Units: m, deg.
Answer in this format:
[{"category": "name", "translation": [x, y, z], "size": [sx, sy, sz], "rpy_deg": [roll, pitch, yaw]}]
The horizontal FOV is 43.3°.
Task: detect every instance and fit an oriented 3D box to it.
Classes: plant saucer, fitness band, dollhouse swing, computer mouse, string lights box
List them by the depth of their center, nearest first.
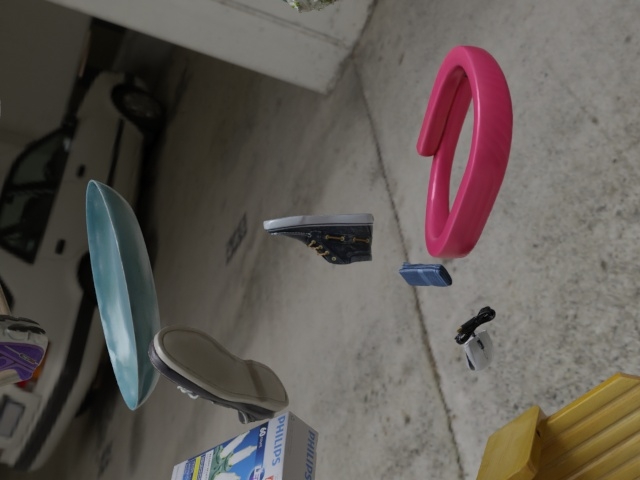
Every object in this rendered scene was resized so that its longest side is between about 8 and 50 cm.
[{"category": "fitness band", "translation": [0.179, -0.107, 1.034], "size": [0.291, 0.054, 0.209], "rpy_deg": [100, 168, -48]}, {"category": "plant saucer", "translation": [-0.270, 0.072, 1.108], "size": [0.317, 0.043, 0.318], "rpy_deg": [170, 90, -67]}, {"category": "string lights box", "translation": [-0.126, 0.381, 1.254], "size": [0.259, 0.077, 0.133], "rpy_deg": [-31, 32, 27]}, {"category": "dollhouse swing", "translation": [0.504, 0.458, 1.404], "size": [0.305, 0.347, 0.315], "rpy_deg": [-34, 3, 26]}, {"category": "computer mouse", "translation": [0.357, 0.235, 1.798], "size": [0.106, 0.193, 0.042], "rpy_deg": [-37, 47, -12]}]

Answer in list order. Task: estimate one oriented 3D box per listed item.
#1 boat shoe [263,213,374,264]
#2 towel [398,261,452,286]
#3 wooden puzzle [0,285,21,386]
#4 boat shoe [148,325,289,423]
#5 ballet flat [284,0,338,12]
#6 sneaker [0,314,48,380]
[{"category": "boat shoe", "translation": [0.000, 0.000, 1.310], "size": [0.065, 0.183, 0.083], "rpy_deg": [-172, 80, -78]}, {"category": "towel", "translation": [0.245, 0.080, 1.872], "size": [0.119, 0.067, 0.029], "rpy_deg": [-2, 47, 43]}, {"category": "wooden puzzle", "translation": [-0.655, 0.160, 1.266], "size": [0.348, 0.322, 0.081], "rpy_deg": [48, 140, 42]}, {"category": "boat shoe", "translation": [-0.110, 0.147, 0.815], "size": [0.065, 0.206, 0.075], "rpy_deg": [-35, 54, 14]}, {"category": "ballet flat", "translation": [0.042, -0.256, 0.680], "size": [0.077, 0.091, 0.241], "rpy_deg": [-2, 37, 32]}, {"category": "sneaker", "translation": [-0.342, 0.104, 0.756], "size": [0.068, 0.169, 0.071], "rpy_deg": [21, 95, 54]}]
